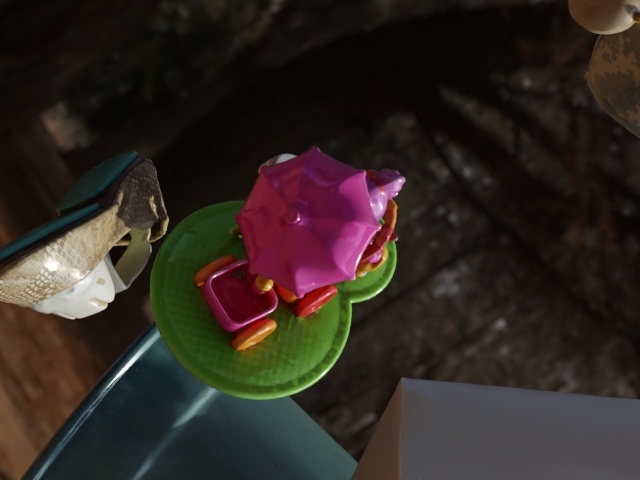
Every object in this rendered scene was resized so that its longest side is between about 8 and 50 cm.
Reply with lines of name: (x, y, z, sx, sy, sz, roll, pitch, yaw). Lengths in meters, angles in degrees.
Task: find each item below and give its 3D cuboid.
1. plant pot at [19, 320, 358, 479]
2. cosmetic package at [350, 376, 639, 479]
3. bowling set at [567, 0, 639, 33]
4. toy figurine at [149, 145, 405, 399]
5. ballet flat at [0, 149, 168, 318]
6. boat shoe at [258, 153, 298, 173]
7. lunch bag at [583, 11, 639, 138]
plant pot: (-0.100, 0.284, 1.995, 0.334, 0.341, 0.341, 39, -8, 5)
cosmetic package: (0.169, 0.234, 1.653, 0.377, 0.284, 0.097, 110, -18, -62)
bowling set: (0.262, -0.166, 1.181, 0.287, 0.154, 0.200, 28, -21, 32)
toy figurine: (0.000, 0.000, 1.171, 0.130, 0.173, 0.159, 59, -28, 9)
ballet flat: (-0.136, 0.006, 1.170, 0.067, 0.073, 0.206, 63, 27, -10)
boat shoe: (-0.012, -0.053, 1.766, 0.035, 0.100, 0.035, -12, -110, 49)
lunch bag: (0.402, -0.178, 1.852, 0.287, 0.169, 0.235, 27, -29, 5)
